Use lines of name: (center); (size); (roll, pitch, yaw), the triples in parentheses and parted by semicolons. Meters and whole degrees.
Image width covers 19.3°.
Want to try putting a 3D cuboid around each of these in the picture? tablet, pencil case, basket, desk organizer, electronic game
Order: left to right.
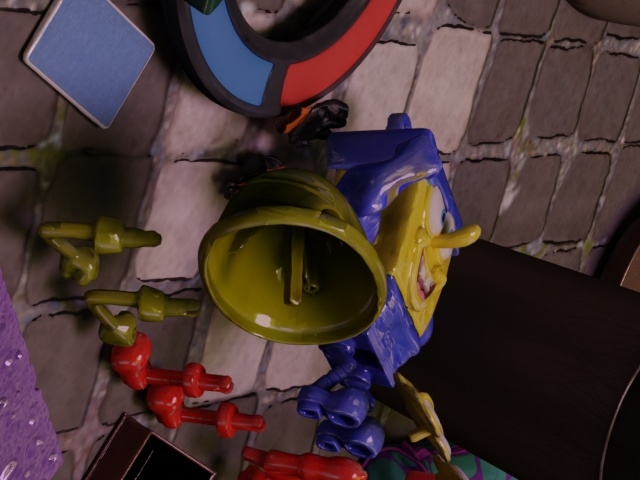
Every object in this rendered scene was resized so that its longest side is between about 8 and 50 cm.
tablet: (-0.118, -0.097, 0.966); (0.054, 0.006, 0.083); (-61, 147, -9)
desk organizer: (-0.120, 0.173, 1.095); (0.130, 0.050, 0.047); (-59, 148, -12)
electronic game: (-0.007, -0.178, 1.040); (0.229, 0.048, 0.229); (-34, 136, -42)
pencil case: (0.092, 0.172, 1.400); (0.151, 0.064, 0.070); (-5, 130, -56)
basket: (0.137, 0.082, 1.254); (0.204, 0.226, 0.154); (27, 87, -58)

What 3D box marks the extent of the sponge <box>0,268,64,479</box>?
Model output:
sponge: (-0.197, 0.076, 0.936); (0.117, 0.031, 0.210); (-44, 142, -32)

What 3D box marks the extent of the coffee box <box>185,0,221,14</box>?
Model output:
coffee box: (-0.010, -0.204, 0.910); (0.184, 0.040, 0.113); (-52, 177, -17)

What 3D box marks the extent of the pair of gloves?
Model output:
pair of gloves: (-0.020, -0.053, 1.107); (0.083, 0.010, 0.074); (-47, 163, 23)

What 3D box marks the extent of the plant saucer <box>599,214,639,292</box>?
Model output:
plant saucer: (0.283, 0.044, 1.631); (0.198, 0.036, 0.199); (-34, 137, -40)

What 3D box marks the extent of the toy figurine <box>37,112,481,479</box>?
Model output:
toy figurine: (0.000, 0.000, 1.096); (0.362, 0.191, 0.217); (63, 38, -53)

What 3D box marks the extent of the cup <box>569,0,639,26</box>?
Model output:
cup: (0.342, -0.281, 1.318); (0.331, 0.237, 0.331); (-35, 137, -40)
